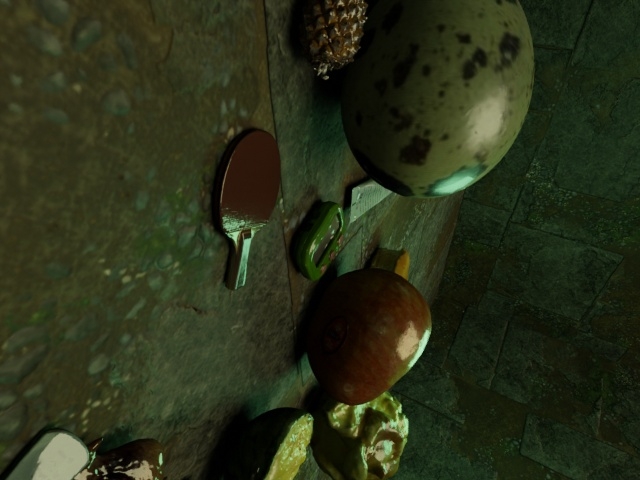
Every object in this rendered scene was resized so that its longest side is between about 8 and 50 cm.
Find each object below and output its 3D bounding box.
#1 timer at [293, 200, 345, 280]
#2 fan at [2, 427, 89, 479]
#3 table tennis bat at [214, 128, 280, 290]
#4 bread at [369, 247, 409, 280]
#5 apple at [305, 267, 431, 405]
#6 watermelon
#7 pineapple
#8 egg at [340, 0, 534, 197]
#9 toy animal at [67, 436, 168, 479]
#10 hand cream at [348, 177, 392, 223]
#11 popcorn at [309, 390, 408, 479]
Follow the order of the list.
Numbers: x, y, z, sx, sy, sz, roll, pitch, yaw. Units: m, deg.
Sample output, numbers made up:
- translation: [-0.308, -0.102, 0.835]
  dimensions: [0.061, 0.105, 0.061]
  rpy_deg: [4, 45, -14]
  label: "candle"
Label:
- translation: [0.000, 0.000, 0.757]
  dimensions: [0.140, 0.047, 0.128]
  rpy_deg: [-59, 157, -24]
  label: "timer"
- translation: [-0.313, 0.279, 0.312]
  dimensions: [0.282, 0.023, 0.057]
  rpy_deg: [-49, 121, -36]
  label: "fan"
- translation: [-0.099, -0.038, 0.539]
  dimensions: [0.130, 0.019, 0.220]
  rpy_deg: [-20, 125, -62]
  label: "table tennis bat"
- translation: [0.202, 0.141, 1.234]
  dimensions: [0.174, 0.121, 0.245]
  rpy_deg: [-48, 147, -39]
  label: "bread"
- translation: [0.095, 0.206, 0.922]
  dimensions: [0.309, 0.250, 0.277]
  rpy_deg: [-45, 170, -4]
  label: "apple"
- translation: [-0.107, 0.407, 0.748]
  dimensions: [0.232, 0.127, 0.204]
  rpy_deg: [-21, 128, -63]
  label: "watermelon"
- translation: [0.024, -0.315, 0.498]
  dimensions: [0.103, 0.083, 0.221]
  rpy_deg: [-13, 118, -64]
  label: "pineapple"
- translation: [0.181, -0.252, 0.638]
  dimensions: [0.288, 0.288, 0.379]
  rpy_deg: [20, 84, -67]
  label: "egg"
- translation: [-0.243, 0.308, 0.437]
  dimensions: [0.188, 0.089, 0.179]
  rpy_deg: [-60, 139, -20]
  label: "toy animal"
- translation: [0.156, -0.136, 0.974]
  dimensions: [0.331, 0.058, 0.085]
  rpy_deg: [-40, 145, -50]
  label: "hand cream"
- translation: [0.098, 0.551, 1.168]
  dimensions: [0.336, 0.274, 0.279]
  rpy_deg: [12, 138, -31]
  label: "popcorn"
